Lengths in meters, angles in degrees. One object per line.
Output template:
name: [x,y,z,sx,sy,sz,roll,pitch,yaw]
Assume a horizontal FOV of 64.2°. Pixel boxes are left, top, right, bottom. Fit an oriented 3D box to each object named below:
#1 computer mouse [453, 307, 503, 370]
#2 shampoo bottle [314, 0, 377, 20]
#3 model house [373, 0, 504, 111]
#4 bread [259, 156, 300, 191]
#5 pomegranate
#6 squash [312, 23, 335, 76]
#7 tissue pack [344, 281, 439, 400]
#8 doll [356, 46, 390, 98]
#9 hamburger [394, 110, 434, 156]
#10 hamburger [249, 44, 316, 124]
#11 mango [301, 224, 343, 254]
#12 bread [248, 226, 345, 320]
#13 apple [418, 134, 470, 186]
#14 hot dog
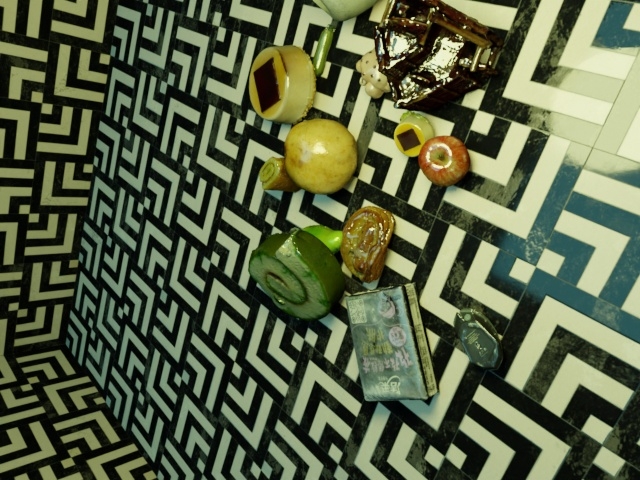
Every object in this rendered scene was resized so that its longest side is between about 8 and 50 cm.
computer mouse: [0.457,0.281,1.459,0.106,0.062,0.192,-49,55,34]
shampoo bottle: [0.073,-0.859,1.560,0.317,0.322,0.322,-47,60,9]
model house: [0.288,-0.476,1.372,0.297,0.317,0.283,37,113,23]
bread: [-0.132,-0.247,1.894,0.132,0.172,0.103,-45,61,36]
pomegranate: [0.002,-0.281,1.728,0.260,0.260,0.261,3,95,42]
squash: [0.007,-0.679,1.823,0.052,0.052,0.184,34,116,36]
tissue pack: [0.220,0.330,1.645,0.259,0.122,0.362,-18,82,44]
doll: [0.242,-0.549,1.584,0.277,0.119,0.154,-10,86,33]
hamburger: [0.286,-0.326,1.558,0.141,0.081,0.126,51,142,3]
hamburger: [-0.131,-0.568,1.863,0.301,0.170,0.302,12,105,49]
mango: [0.000,0.000,1.821,0.232,0.111,0.126,-8,51,36]
bread: [-0.093,0.117,1.802,0.366,0.129,0.382,28,141,21]
apple: [0.359,-0.228,1.474,0.146,0.131,0.147,-1,87,29]
hot dog: [0.151,0.019,1.689,0.175,0.114,0.259,25,108,38]
